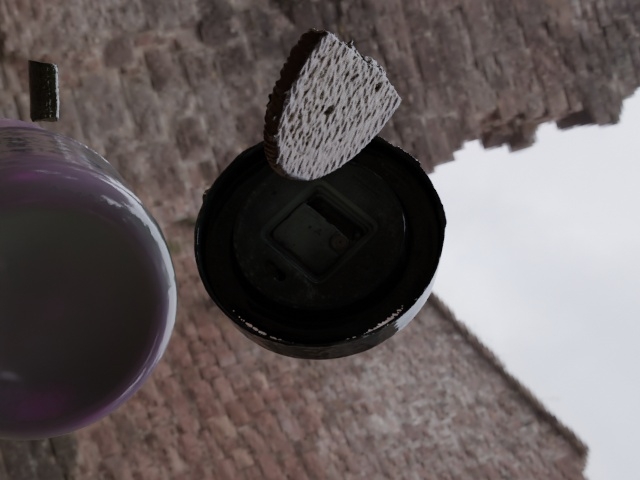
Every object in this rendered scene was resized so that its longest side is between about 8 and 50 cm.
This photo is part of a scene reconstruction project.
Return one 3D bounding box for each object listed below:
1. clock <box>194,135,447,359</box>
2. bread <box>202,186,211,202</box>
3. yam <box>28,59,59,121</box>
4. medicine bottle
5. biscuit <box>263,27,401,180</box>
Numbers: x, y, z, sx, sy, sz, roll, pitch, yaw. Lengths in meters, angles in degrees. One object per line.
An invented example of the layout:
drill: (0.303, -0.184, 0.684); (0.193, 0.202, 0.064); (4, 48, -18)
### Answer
clock: (0.000, 0.000, 1.585); (0.076, 0.386, 0.386); (76, -13, -61)
bread: (-0.138, -0.079, 1.985); (0.232, 0.064, 0.173); (29, -63, 39)
yam: (-0.379, -0.206, 1.411); (0.043, 0.043, 0.094); (47, -42, 50)
medicine bottle: (-0.278, 0.015, 0.944); (0.302, 0.241, 0.241); (-141, -142, -60)
biscuit: (0.002, -0.107, 0.866); (0.025, 0.126, 0.206); (38, 7, 22)
